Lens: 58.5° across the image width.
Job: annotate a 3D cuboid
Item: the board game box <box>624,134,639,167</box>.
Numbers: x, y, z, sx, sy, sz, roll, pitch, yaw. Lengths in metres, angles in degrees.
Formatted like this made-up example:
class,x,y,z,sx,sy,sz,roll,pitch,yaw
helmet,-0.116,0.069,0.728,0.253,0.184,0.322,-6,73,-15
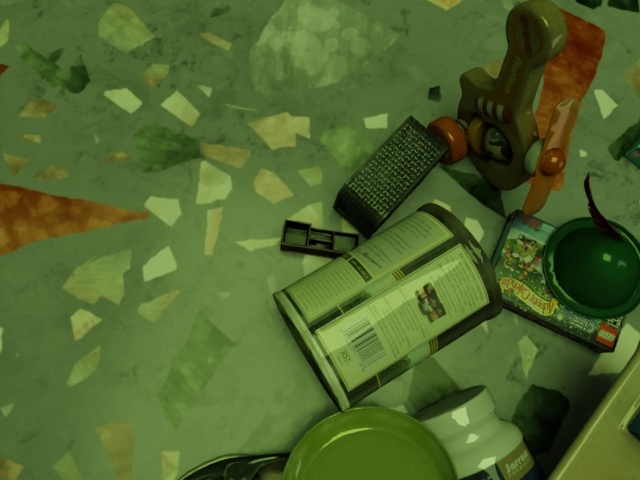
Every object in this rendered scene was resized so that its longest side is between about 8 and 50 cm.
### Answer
class,x,y,z,sx,sy,sz,roll,pitch,yaw
board game box,0.686,-0.148,1.033,0.210,0.047,0.160,43,78,5

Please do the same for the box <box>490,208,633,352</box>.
class,x,y,z,sx,sy,sz,roll,pitch,yaw
box,0.404,0.069,0.965,0.233,0.044,0.159,25,77,1

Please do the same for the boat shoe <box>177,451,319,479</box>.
class,x,y,z,sx,sy,sz,roll,pitch,yaw
boat shoe,-0.113,0.362,0.844,0.233,0.079,0.084,-10,80,-5

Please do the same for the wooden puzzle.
class,x,y,z,sx,sy,sz,roll,pitch,yaw
wooden puzzle,0.478,0.356,0.748,0.322,0.080,0.348,40,76,0

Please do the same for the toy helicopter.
class,x,y,z,sx,sy,sz,roll,pitch,yaw
toy helicopter,0.293,-0.193,0.854,0.140,0.355,0.235,-27,64,-10

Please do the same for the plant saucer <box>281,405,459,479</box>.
class,x,y,z,sx,sy,sz,roll,pitch,yaw
plant saucer,0.066,0.343,0.770,0.241,0.037,0.241,-5,46,6

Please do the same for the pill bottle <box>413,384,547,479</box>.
class,x,y,z,sx,sy,sz,roll,pitch,yaw
pill bottle,0.250,0.359,0.834,0.153,0.153,0.264,-26,81,-10

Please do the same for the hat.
class,x,y,z,sx,sy,sz,roll,pitch,yaw
hat,0.452,0.023,0.860,0.208,0.183,0.173,9,77,-3

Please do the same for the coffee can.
class,x,y,z,sx,sy,sz,roll,pitch,yaw
coffee can,0.096,0.096,0.854,0.275,0.201,0.201,-30,82,-10

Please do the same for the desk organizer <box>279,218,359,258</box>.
class,x,y,z,sx,sy,sz,roll,pitch,yaw
desk organizer,0.000,0.000,0.944,0.130,0.050,0.047,8,77,-3

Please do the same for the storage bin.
class,x,y,z,sx,sy,sz,roll,pitch,yaw
storage bin,0.113,-0.101,0.938,0.084,0.122,0.180,41,78,5
